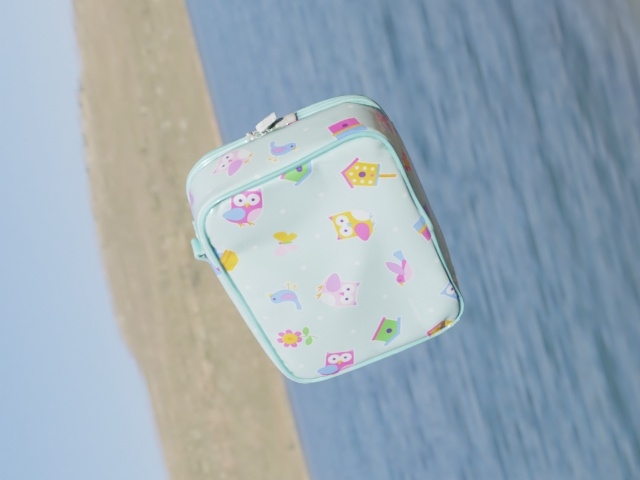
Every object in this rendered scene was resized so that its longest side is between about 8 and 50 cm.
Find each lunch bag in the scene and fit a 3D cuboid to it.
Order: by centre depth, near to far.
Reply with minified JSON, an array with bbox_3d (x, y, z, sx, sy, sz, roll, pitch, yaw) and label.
[{"bbox_3d":[0.000,0.000,1.557,0.108,0.224,0.279,-103,-12,-54],"label":"lunch bag"}]
